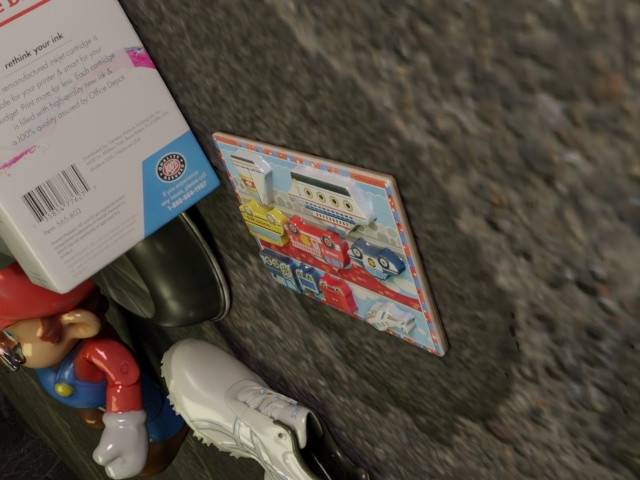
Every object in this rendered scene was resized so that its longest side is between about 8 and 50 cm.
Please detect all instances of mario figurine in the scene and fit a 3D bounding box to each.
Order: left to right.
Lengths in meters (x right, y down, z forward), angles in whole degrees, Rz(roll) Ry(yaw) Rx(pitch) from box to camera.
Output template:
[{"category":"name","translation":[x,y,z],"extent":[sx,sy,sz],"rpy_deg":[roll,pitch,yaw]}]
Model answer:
[{"category":"mario figurine","translation":[-0.246,0.110,0.754],"extent":[0.197,0.170,0.321],"rpy_deg":[-2,140,17]}]

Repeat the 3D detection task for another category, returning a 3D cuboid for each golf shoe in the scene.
[{"category":"golf shoe","translation":[-0.033,0.122,0.581],"extent":[0.176,0.069,0.086],"rpy_deg":[44,134,8]}]

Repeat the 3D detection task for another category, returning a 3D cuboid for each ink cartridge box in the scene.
[{"category":"ink cartridge box","translation":[-0.144,-0.077,0.422],"extent":[0.061,0.104,0.181],"rpy_deg":[8,131,56]}]

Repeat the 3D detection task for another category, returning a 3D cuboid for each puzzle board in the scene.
[{"category":"puzzle board","translation":[0.000,0.000,0.400],"extent":[0.128,0.011,0.096],"rpy_deg":[20,141,46]}]

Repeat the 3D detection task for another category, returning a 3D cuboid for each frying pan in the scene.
[{"category":"frying pan","translation":[-0.144,-0.047,0.529],"extent":[0.197,0.053,0.326],"rpy_deg":[34,154,23]}]

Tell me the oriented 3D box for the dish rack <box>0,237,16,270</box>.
[{"category":"dish rack","translation":[-0.284,-0.111,0.505],"extent":[0.286,0.072,0.333],"rpy_deg":[58,173,9]}]
